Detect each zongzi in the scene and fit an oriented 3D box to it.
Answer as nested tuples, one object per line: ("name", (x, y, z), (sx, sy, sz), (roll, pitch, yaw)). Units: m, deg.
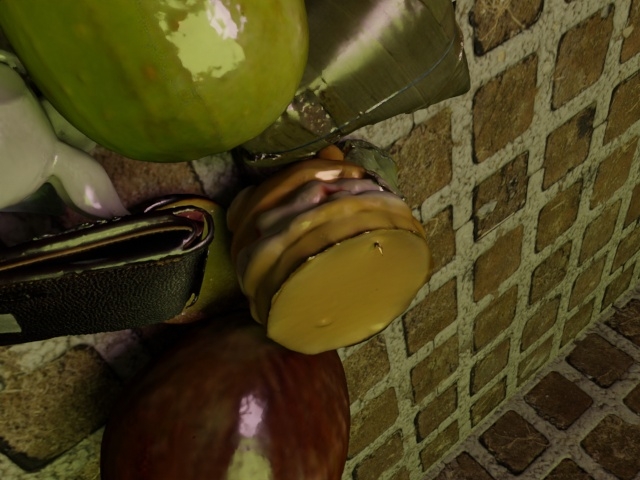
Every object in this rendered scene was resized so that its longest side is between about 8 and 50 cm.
("zongzi", (0.056, -0.206, 0.793), (0.356, 0.174, 0.393), (-45, 149, 4))

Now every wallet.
("wallet", (-0.250, 0.051, 0.596), (0.262, 0.071, 0.221), (-12, 164, -21))

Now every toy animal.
("toy animal", (-0.328, -0.079, 0.497), (0.325, 0.208, 0.154), (-1, 143, -45))

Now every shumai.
("shumai", (0.069, -0.069, 0.918), (0.184, 0.142, 0.184), (-27, 137, -29))

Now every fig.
("fig", (-0.164, -0.228, 0.501), (0.258, 0.258, 0.326), (-44, 127, -7))

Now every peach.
("peach", (-0.194, 0.026, 0.810), (0.279, 0.068, 0.189), (29, 91, -48))

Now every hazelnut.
("hazelnut", (-0.132, 0.294, 0.866), (0.421, 0.353, 0.420), (-14, 112, -38))

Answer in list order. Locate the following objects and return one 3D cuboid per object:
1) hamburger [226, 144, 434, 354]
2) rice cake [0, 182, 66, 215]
("hamburger", (0.000, 0.000, 0.786), (0.276, 0.236, 0.276), (-18, 143, -14))
("rice cake", (-0.394, -0.051, 0.584), (0.245, 0.042, 0.045), (1, 107, -42))
